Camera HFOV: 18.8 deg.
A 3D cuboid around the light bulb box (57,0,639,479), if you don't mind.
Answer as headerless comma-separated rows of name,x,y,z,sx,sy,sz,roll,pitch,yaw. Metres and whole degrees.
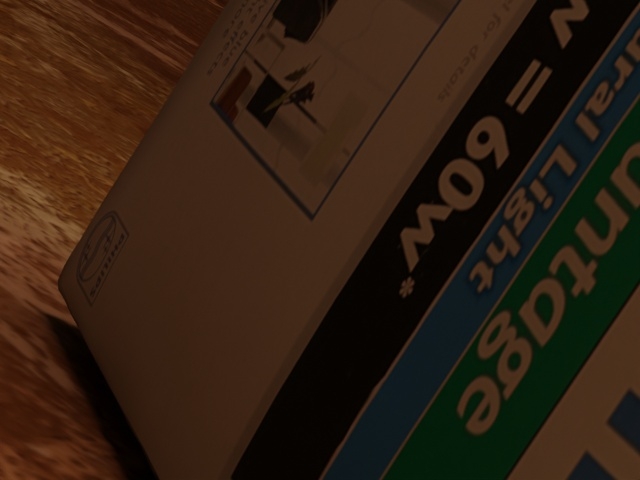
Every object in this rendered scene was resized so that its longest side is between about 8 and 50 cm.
light bulb box,0.155,0.059,0.564,0.358,0.225,0.361,28,9,-25
